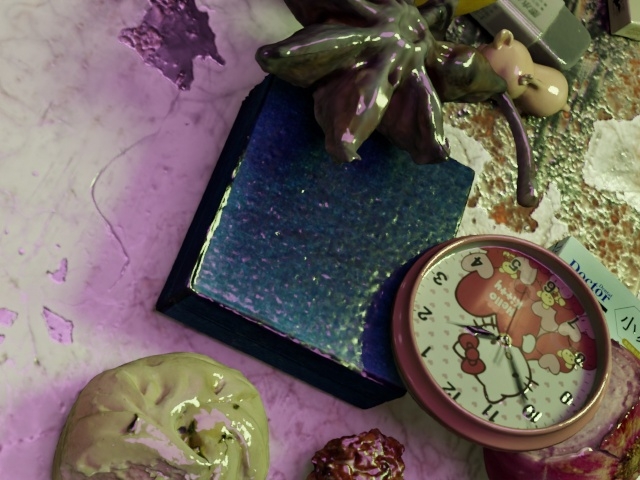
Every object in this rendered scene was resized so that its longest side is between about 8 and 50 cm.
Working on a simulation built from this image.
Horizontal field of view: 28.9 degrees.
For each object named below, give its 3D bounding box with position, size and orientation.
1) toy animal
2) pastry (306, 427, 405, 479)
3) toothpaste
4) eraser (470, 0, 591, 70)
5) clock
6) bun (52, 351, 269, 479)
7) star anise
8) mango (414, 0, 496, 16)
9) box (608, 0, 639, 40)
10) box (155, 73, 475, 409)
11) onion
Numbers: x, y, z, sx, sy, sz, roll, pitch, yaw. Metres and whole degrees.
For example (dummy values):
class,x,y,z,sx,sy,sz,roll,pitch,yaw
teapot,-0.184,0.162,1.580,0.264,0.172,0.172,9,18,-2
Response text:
class,x,y,z,sx,sy,sz,roll,pitch,yaw
toy animal,0.249,-0.200,1.538,0.150,0.083,0.089,35,49,-24
pastry,0.038,0.300,1.269,0.115,0.097,0.208,6,73,-30
toothpaste,0.374,0.133,1.497,0.313,0.071,0.089,43,58,-6
eraser,0.195,-0.347,1.565,0.352,0.061,0.089,44,56,-7
clock,0.189,0.101,1.287,0.244,0.056,0.244,7,61,-13
bun,-0.148,0.213,1.200,0.210,0.116,0.237,31,63,-13
star anise,0.064,-0.178,1.306,0.316,0.139,0.359,-14,85,-30
mango,0.058,-0.430,1.404,0.445,0.232,0.300,39,106,-2
box,0.560,-0.360,1.745,0.365,0.051,0.205,5,74,-23
box,0.000,0.000,1.335,0.261,0.116,0.279,28,63,-17
onion,0.277,0.218,1.364,0.200,0.200,0.207,33,45,-12
